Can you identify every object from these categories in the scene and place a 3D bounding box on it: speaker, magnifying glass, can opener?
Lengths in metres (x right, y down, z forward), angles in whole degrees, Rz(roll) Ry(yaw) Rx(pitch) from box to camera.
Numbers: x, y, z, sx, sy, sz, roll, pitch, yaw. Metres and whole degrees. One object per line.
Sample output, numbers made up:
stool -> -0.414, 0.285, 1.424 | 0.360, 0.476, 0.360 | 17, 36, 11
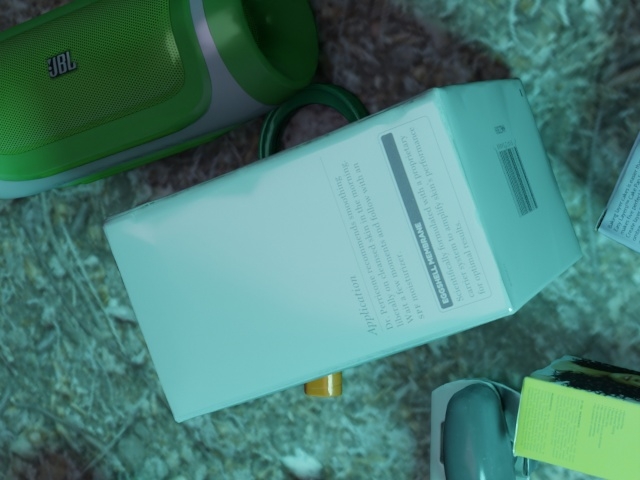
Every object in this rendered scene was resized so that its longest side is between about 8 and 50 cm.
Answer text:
speaker -> -0.153, -0.120, 1.085 | 0.297, 0.131, 0.131 | -16, 89, 29
magnifying glass -> 0.000, 0.000, 1.077 | 0.092, 0.026, 0.231 | 2, 95, 27
can opener -> 0.100, 0.234, 1.011 | 0.076, 0.095, 0.283 | 5, 98, 28

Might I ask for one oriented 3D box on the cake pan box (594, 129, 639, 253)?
cake pan box -> 0.327, -0.069, 0.868 | 0.246, 0.070, 0.267 | 27, 108, 20

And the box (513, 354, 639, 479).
box -> 0.246, 0.130, 0.926 | 0.232, 0.087, 0.058 | 13, 103, 25

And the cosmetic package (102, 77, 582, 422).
cosmetic package -> 0.024, 0.001, 0.931 | 0.225, 0.224, 0.138 | -19, 91, 22
